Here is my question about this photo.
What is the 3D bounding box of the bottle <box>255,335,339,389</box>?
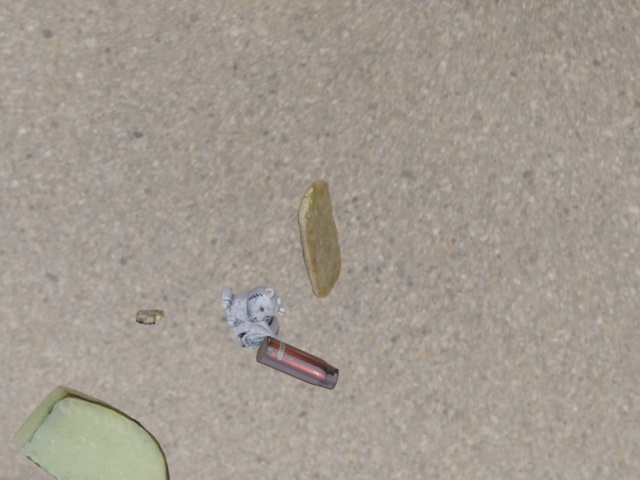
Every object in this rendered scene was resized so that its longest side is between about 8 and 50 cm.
[{"bbox_3d":[-0.040,0.239,1.611,0.164,0.060,0.060,26,121,-17],"label":"bottle"}]

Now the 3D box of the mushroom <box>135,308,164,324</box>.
[{"bbox_3d":[-0.297,0.131,1.465,0.049,0.101,0.019,2,94,-10],"label":"mushroom"}]

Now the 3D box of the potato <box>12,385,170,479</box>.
[{"bbox_3d":[-0.199,0.195,0.767,0.149,0.081,0.120,43,161,-16],"label":"potato"}]

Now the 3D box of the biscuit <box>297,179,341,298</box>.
[{"bbox_3d":[0.000,0.000,0.916,0.018,0.071,0.147,9,133,25],"label":"biscuit"}]

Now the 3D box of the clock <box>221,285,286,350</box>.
[{"bbox_3d":[-0.124,0.160,1.747,0.117,0.080,0.176,-6,135,13],"label":"clock"}]
